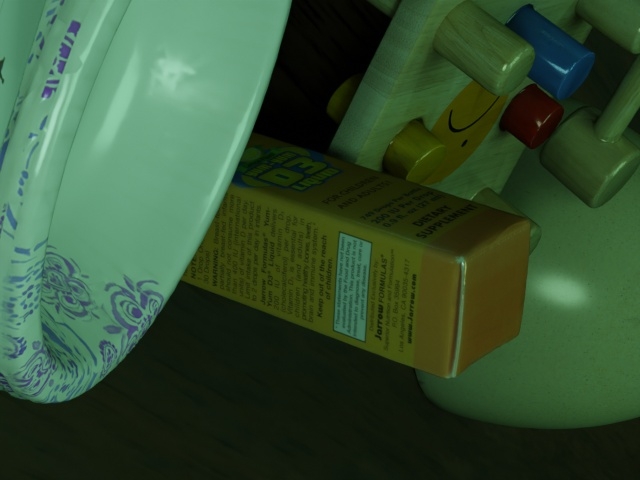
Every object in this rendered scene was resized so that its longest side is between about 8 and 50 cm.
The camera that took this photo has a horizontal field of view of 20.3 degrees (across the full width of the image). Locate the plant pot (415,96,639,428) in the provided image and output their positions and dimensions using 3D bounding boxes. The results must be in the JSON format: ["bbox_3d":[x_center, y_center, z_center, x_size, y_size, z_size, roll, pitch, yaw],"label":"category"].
[{"bbox_3d":[0.230,0.039,1.459,0.284,0.191,0.284,-35,136,-43],"label":"plant pot"}]

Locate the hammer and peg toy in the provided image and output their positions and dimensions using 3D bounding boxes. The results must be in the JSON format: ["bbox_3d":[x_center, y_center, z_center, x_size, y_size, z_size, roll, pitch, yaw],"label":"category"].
[{"bbox_3d":[0.118,-0.100,1.198,0.361,0.127,0.266,-21,144,-52],"label":"hammer and peg toy"}]

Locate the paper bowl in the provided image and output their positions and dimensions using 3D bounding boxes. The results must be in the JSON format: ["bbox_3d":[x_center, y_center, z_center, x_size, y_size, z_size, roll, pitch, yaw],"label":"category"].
[{"bbox_3d":[-0.126,-0.082,0.806,0.284,0.148,0.284,-62,168,-23],"label":"paper bowl"}]

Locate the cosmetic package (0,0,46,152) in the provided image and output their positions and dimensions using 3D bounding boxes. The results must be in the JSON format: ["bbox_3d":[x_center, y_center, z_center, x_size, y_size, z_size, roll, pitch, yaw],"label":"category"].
[{"bbox_3d":[-0.144,-0.239,0.548,0.284,0.097,0.377,41,62,-67],"label":"cosmetic package"}]

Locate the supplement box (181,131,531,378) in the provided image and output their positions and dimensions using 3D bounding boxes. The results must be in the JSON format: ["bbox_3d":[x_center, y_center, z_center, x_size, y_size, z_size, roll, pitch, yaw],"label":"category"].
[{"bbox_3d":[0.000,0.000,1.019,0.078,0.233,0.080,-28,127,-49],"label":"supplement box"}]
